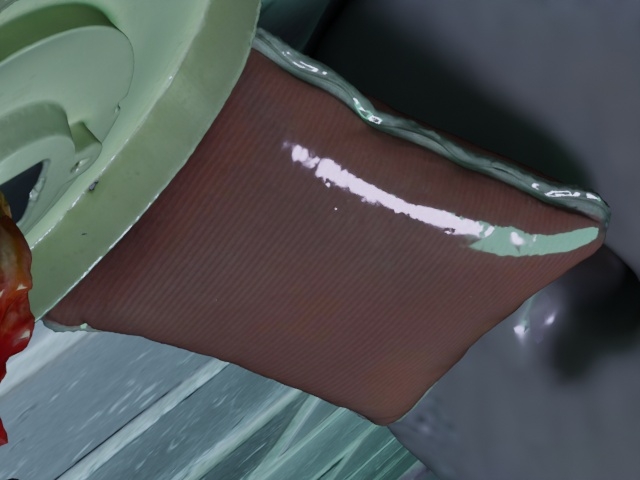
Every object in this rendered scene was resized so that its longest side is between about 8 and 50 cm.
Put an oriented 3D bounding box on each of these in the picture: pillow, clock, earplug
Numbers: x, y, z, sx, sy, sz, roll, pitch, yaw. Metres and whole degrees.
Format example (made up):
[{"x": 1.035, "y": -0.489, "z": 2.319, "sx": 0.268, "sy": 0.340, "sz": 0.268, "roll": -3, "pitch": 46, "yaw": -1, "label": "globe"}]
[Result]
[{"x": 0.000, "y": 0.000, "z": 0.760, "sx": 0.171, "sy": 0.179, "sz": 0.075, "roll": -48, "pitch": -150, "yaw": 39, "label": "pillow"}, {"x": -0.107, "y": -0.014, "z": 0.587, "sx": 0.235, "sy": 0.029, "sz": 0.235, "roll": -44, "pitch": 169, "yaw": -11, "label": "clock"}, {"x": 0.220, "y": -0.062, "z": 0.907, "sx": 0.394, "sy": 0.312, "sz": 0.313, "roll": -37, "pitch": 166, "yaw": -42, "label": "earplug"}]

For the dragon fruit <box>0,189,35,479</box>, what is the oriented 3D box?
[{"x": -0.126, "y": 0.056, "z": 0.436, "sx": 0.133, "sy": 0.208, "sz": 0.150, "roll": -10, "pitch": -170, "yaw": -14, "label": "dragon fruit"}]
